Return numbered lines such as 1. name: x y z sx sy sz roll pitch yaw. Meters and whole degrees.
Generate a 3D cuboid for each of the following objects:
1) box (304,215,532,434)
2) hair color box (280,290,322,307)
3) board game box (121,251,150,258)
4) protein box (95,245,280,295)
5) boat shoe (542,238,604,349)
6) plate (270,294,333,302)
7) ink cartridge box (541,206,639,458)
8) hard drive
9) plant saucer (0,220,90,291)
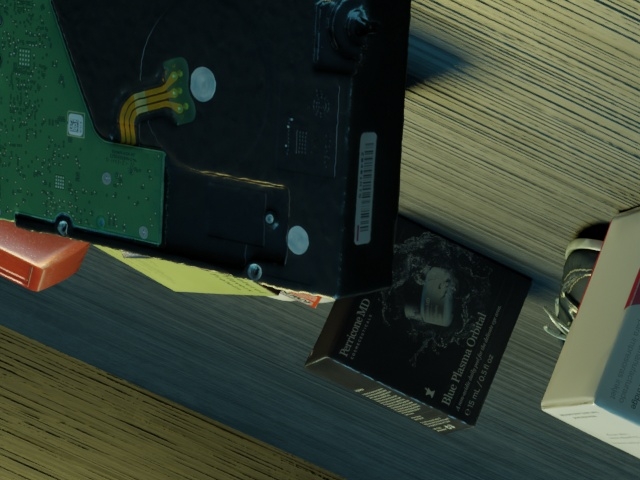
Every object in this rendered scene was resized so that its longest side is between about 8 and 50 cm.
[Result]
1. box: 0.093 0.081 1.625 0.158 0.156 0.093 26 165 -8
2. hair color box: 0.000 0.000 1.608 0.053 0.093 0.167 24 166 -2
3. board game box: -0.046 -0.081 1.266 0.194 0.194 0.060 1 150 1
4. protein box: -0.135 -0.055 1.531 0.200 0.136 0.201 32 164 -27
5. boat shoe: 0.243 0.065 1.489 0.095 0.079 0.254 21 166 10
6. plate: -0.128 -0.008 1.882 0.277 0.045 0.278 19 165 19
7. ink cartridge box: 0.315 0.100 1.312 0.237 0.172 0.100 27 165 -13
8. hard drive: -0.093 -0.106 1.099 0.339 0.236 0.064 10 -168 38
9. plant saucer: -0.351 -0.024 1.641 0.258 0.047 0.259 26 168 -7
